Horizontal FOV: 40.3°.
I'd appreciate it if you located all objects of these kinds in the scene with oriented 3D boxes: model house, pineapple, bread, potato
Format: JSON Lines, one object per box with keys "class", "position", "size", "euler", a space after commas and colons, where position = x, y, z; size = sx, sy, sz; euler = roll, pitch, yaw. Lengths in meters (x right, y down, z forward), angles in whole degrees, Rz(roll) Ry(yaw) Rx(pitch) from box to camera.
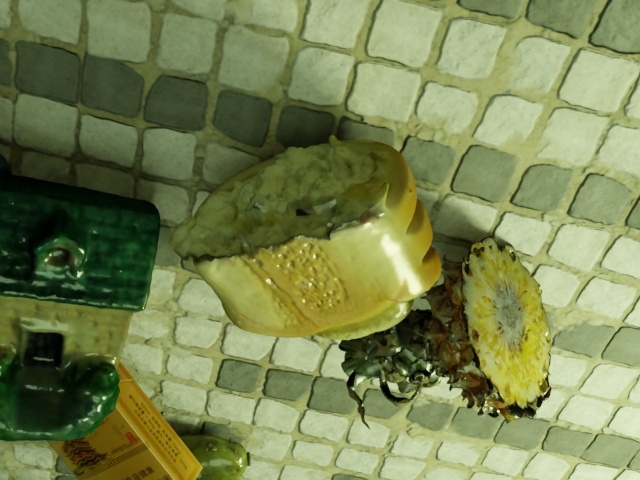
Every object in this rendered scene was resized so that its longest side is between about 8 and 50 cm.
{"class": "model house", "position": [-0.416, 0.038, 1.112], "size": [0.381, 0.335, 0.343], "euler": [10, 133, -18]}
{"class": "pineapple", "position": [0.158, 0.152, 1.247], "size": [0.271, 0.263, 0.262], "euler": [-20, 127, 37]}
{"class": "bread", "position": [0.000, 0.000, 1.130], "size": [0.315, 0.212, 0.270], "euler": [-13, 136, 24]}
{"class": "potato", "position": [-0.233, 0.396, 1.544], "size": [0.225, 0.090, 0.117], "euler": [-14, 128, 17]}

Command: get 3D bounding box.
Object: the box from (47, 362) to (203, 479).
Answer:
{"class": "box", "position": [-0.348, 0.325, 1.449], "size": [0.174, 0.076, 0.274], "euler": [-30, 102, 24]}
